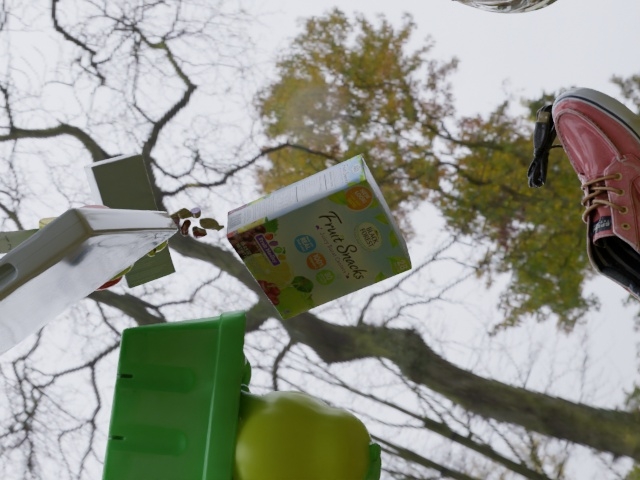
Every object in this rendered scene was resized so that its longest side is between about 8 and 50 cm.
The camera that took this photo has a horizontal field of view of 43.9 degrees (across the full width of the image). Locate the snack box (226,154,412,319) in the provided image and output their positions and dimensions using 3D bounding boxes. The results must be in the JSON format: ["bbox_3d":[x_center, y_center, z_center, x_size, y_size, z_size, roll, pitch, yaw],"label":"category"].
[{"bbox_3d":[0.000,0.000,1.105,0.175,0.207,0.070,58,-166,-36],"label":"snack box"}]

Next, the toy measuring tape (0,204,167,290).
[{"bbox_3d":[-0.379,0.017,1.107,0.329,0.121,0.122,-6,-64,-7],"label":"toy measuring tape"}]

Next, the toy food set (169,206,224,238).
[{"bbox_3d":[-0.235,-0.033,1.428,0.077,0.019,0.122,-27,-27,14],"label":"toy food set"}]

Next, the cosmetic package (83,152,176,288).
[{"bbox_3d":[-0.362,-0.041,1.501,0.107,0.127,0.238,-21,-79,-20],"label":"cosmetic package"}]

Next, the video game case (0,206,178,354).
[{"bbox_3d":[-0.324,0.062,0.886,0.299,0.036,0.329,-35,-1,4],"label":"video game case"}]

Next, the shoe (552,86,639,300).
[{"bbox_3d":[0.232,-0.035,0.622,0.081,0.178,0.063,-37,-3,-29],"label":"shoe"}]

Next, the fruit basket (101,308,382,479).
[{"bbox_3d":[-0.110,0.288,1.105,0.392,0.392,0.283,-59,2,-17],"label":"fruit basket"}]

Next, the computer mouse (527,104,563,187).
[{"bbox_3d":[0.357,-0.113,1.023,0.192,0.042,0.106,5,-94,-12],"label":"computer mouse"}]

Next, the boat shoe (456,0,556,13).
[{"bbox_3d":[0.119,-0.194,0.493,0.098,0.302,0.109,-13,-74,-11],"label":"boat shoe"}]
